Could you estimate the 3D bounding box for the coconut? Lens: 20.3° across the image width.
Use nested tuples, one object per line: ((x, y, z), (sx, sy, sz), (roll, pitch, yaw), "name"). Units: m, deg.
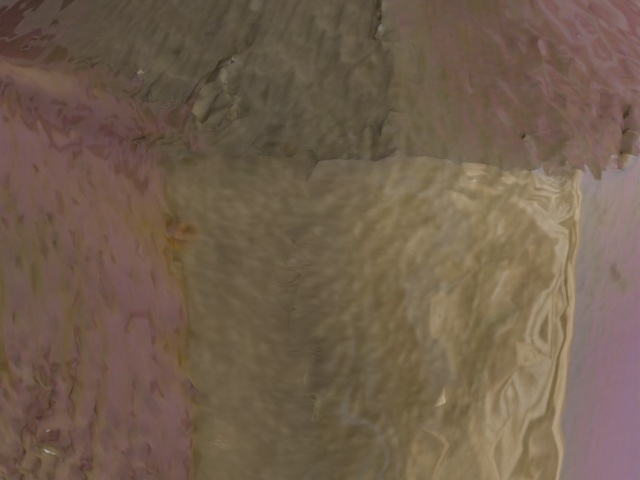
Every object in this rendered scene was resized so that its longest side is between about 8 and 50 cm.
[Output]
((0.000, 0.000, 0.487), (0.233, 0.233, 0.245), (19, -66, 54), "coconut")
